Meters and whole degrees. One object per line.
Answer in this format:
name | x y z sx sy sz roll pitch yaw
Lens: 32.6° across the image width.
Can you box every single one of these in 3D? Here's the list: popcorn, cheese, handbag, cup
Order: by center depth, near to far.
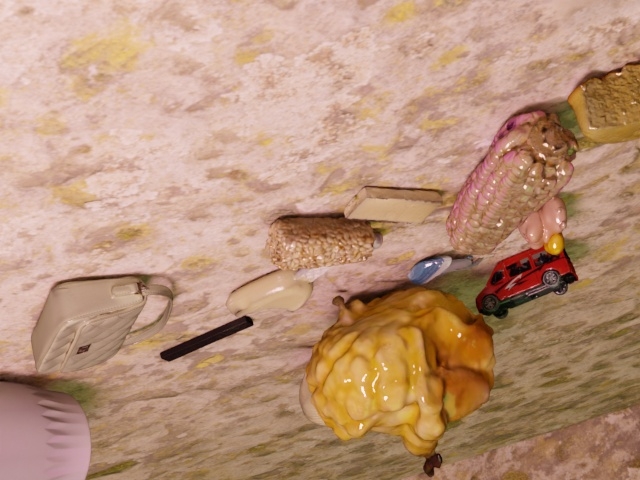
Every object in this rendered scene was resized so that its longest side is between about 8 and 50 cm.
handbag | -0.342 0.135 1.763 0.219 0.079 0.256 -7 156 -27
cheese | -0.042 0.068 1.827 0.127 0.050 0.235 12 143 -42
cup | -0.605 0.363 1.880 0.253 0.253 0.371 -34 153 35
popcorn | 0.153 0.260 1.978 0.349 0.382 0.349 -19 -166 5

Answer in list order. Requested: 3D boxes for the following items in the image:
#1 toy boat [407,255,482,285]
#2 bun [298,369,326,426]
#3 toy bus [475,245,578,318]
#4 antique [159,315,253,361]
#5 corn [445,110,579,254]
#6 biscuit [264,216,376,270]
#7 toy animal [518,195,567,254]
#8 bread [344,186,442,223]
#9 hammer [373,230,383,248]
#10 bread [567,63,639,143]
toy boat | 0.232 0.050 1.974 0.149 0.034 0.105 -9 160 -11
bun | 0.088 0.283 2.262 0.287 0.146 0.287 -9 145 -7
toy bus | 0.379 0.076 2.054 0.195 0.089 0.081 -25 156 18
antique | -0.211 0.182 2.014 0.192 0.015 0.031 -25 154 19
corn | 0.271 -0.075 1.641 0.126 0.127 0.335 -7 158 -20
biscuit | 0.000 0.000 1.676 0.168 0.082 0.070 -3 133 -22
toy animal | 0.373 -0.021 1.854 0.082 0.091 0.114 0 157 0
bread | 0.113 -0.054 1.686 0.153 0.028 0.068 1 151 -32
hammer | 0.068 0.010 1.798 0.052 0.031 0.083 -2 159 -21
bread | 0.426 -0.188 1.523 0.156 0.086 0.125 -14 163 4
